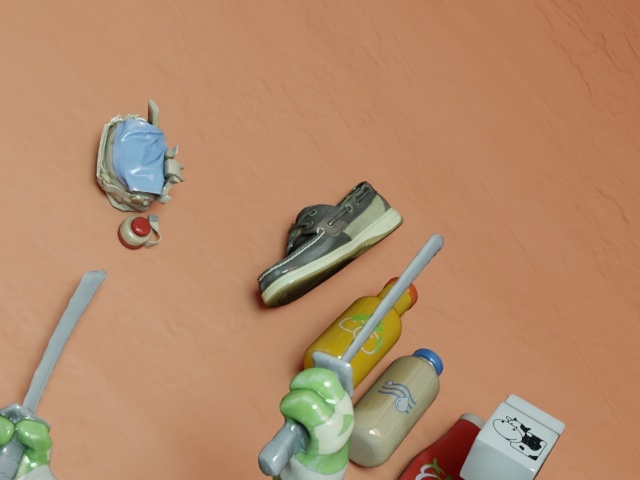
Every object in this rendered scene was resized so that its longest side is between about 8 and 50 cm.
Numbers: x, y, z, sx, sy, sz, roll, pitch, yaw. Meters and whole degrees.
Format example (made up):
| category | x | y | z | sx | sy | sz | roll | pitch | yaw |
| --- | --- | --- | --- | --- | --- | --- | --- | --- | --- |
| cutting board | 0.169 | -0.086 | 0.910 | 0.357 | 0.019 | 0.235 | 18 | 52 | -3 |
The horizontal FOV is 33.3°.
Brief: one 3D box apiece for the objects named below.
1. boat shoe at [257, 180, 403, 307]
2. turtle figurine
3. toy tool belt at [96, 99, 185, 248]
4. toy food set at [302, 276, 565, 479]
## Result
| category | x | y | z | sx | sy | sz | roll | pitch | yaw |
| --- | --- | --- | --- | --- | --- | --- | --- | --- | --- |
| boat shoe | 0.000 | 0.000 | 0.737 | 0.049 | 0.056 | 0.152 | 53 | 36 | 5 |
| turtle figurine | -0.093 | 0.098 | 0.489 | 0.266 | 0.198 | 0.274 | 5 | 102 | -73 |
| toy tool belt | -0.111 | -0.042 | 0.668 | 0.052 | 0.051 | 0.083 | 7 | 63 | -36 |
| toy food set | 0.105 | 0.128 | 0.696 | 0.232 | 0.111 | 0.104 | 29 | 43 | 18 |
